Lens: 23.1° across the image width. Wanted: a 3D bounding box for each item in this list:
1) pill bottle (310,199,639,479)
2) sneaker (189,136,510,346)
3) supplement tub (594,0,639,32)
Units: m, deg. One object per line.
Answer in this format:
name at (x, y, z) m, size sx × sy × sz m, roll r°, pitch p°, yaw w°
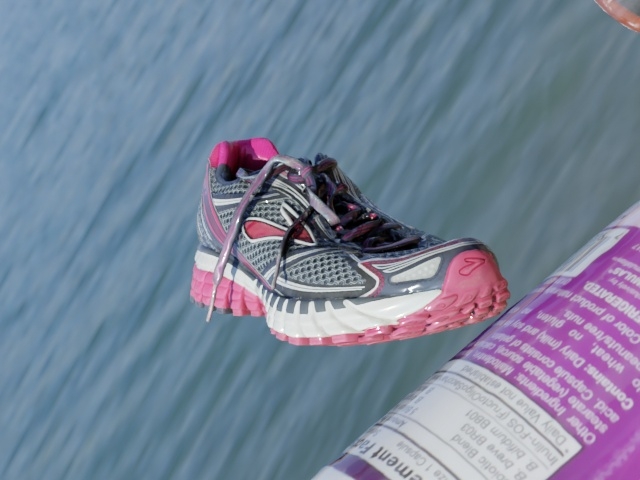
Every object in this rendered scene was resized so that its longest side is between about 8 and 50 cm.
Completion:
pill bottle at (0.093, 0.128, 0.664) m, size 0.301 × 0.169 × 0.169 m, roll -40°, pitch 12°, yaw -13°
sneaker at (0.000, 0.000, 0.980) m, size 0.299 × 0.120 × 0.112 m, roll 12°, pitch 105°, yaw 55°
supplement tub at (0.292, -0.255, 1.197) m, size 0.198 × 0.106 × 0.106 m, roll -49°, pitch 18°, yaw 41°
